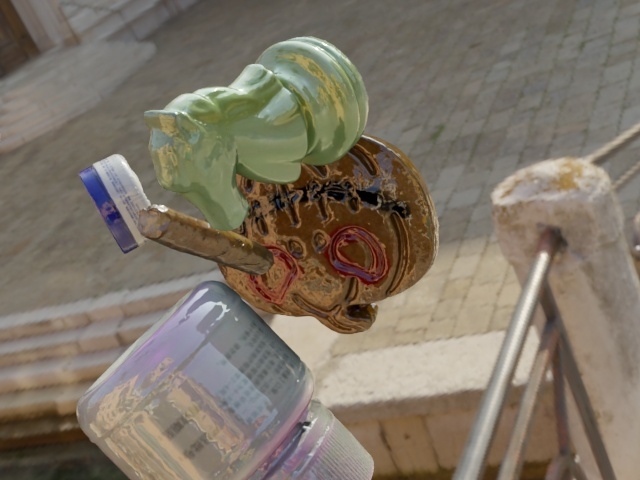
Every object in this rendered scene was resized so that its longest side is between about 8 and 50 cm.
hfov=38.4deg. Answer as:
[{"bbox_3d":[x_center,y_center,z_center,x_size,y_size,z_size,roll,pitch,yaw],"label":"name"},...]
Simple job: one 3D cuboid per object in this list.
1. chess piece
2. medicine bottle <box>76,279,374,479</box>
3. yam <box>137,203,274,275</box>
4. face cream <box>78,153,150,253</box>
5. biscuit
[{"bbox_3d":[-0.085,-0.126,1.126,0.176,0.175,0.298,-2,25,43],"label":"chess piece"},{"bbox_3d":[-0.107,0.225,1.092,0.241,0.302,0.241,-43,5,5],"label":"medicine bottle"},{"bbox_3d":[-0.150,0.003,1.243,0.057,0.241,0.056,-12,68,32],"label":"yam"},{"bbox_3d":[-0.432,-0.083,2.007,0.111,0.206,0.206,-29,23,-8],"label":"face cream"},{"bbox_3d":[-0.001,0.000,1.397,0.367,0.314,0.063,-14,11,24],"label":"biscuit"}]
